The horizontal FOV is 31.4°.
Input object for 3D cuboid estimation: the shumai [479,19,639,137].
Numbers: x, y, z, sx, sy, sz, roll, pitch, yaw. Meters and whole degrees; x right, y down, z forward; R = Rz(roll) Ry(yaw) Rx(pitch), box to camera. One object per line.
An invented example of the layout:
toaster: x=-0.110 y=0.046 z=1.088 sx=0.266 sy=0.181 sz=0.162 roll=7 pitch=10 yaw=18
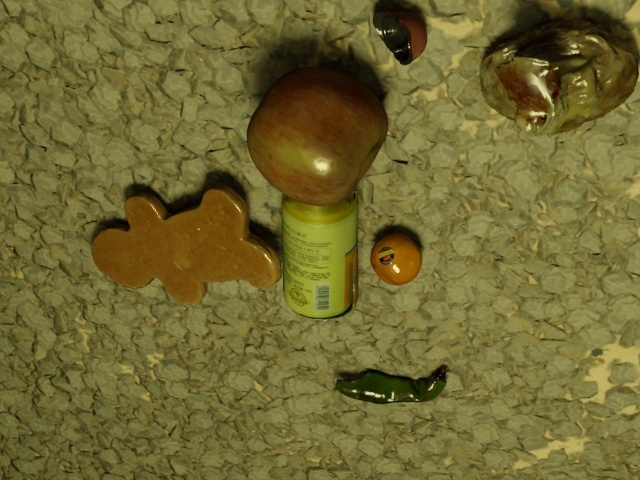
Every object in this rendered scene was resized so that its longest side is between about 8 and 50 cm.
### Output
shumai: x=0.300 y=-0.195 z=1.475 sx=0.209 sy=0.153 sz=0.161 roll=1 pitch=121 yaw=20

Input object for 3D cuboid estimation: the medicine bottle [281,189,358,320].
medicine bottle: x=0.000 y=0.000 z=1.735 sx=0.124 sy=0.124 sz=0.239 roll=9 pitch=130 yaw=10

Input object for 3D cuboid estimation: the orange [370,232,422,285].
orange: x=0.117 y=0.029 z=1.750 sx=0.083 sy=0.083 sz=0.083 roll=8 pitch=129 yaw=10

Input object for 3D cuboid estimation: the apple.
apple: x=-0.007 y=-0.147 z=1.577 sx=0.174 sy=0.188 sz=0.188 roll=30 pitch=130 yaw=4

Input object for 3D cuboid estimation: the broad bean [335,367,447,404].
broad bean: x=0.126 y=0.252 z=1.945 sx=0.195 sy=0.046 sz=0.061 roll=-8 pitch=113 yaw=17

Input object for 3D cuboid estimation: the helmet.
helmet: x=0.113 y=-0.281 z=1.523 sx=0.084 sy=0.049 sz=0.065 roll=56 pitch=160 yaw=4

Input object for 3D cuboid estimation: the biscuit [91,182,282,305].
biscuit: x=-0.231 y=0.005 z=1.849 sx=0.340 sy=0.047 sz=0.216 roll=-14 pitch=115 yaw=34
